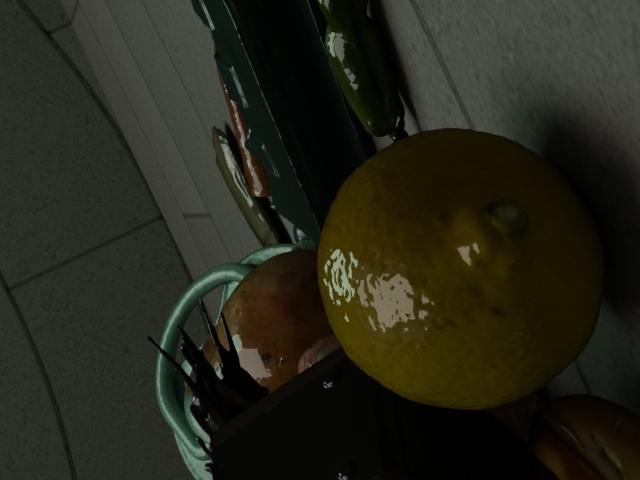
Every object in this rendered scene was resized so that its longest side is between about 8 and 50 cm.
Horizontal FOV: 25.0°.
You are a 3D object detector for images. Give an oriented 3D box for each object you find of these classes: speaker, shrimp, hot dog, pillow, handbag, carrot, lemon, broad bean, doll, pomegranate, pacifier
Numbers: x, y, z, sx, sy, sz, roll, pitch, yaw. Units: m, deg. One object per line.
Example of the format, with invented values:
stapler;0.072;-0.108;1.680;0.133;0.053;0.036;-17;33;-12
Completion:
speaker;0.058;0.210;1.055;0.231;0.192;0.153;39;-154;-31
shrimp;-0.027;0.195;1.219;0.343;0.116;0.145;58;168;-18
hot dog;0.233;0.197;0.898;0.337;0.100;0.135;-134;29;-56
pillow;-0.102;-0.057;2.052;0.217;0.033;0.130;60;172;17
handbag;-0.044;-0.156;1.412;0.326;0.089;0.238;67;169;-22
carrot;-0.090;-0.159;1.725;0.057;0.057;0.224;-142;31;-66
lemon;0.089;0.019;0.929;0.187;0.187;0.244;64;172;1
broad bean;0.025;-0.166;1.162;0.213;0.048;0.070;68;168;-18
doll;0.000;0.000;1.628;0.083;0.076;0.050;69;-154;-57
pomegranate;-0.022;0.100;1.579;0.191;0.191;0.191;60;168;21
pacifier;-0.049;0.162;1.816;0.288;0.343;0.269;40;-164;27

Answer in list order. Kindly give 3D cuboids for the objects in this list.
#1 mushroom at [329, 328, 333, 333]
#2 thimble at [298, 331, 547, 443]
mushroom;0.082;0.156;1.474;0.117;0.141;0.188;13;144;31
thimble;0.099;0.162;1.285;0.239;0.162;0.239;57;168;19
